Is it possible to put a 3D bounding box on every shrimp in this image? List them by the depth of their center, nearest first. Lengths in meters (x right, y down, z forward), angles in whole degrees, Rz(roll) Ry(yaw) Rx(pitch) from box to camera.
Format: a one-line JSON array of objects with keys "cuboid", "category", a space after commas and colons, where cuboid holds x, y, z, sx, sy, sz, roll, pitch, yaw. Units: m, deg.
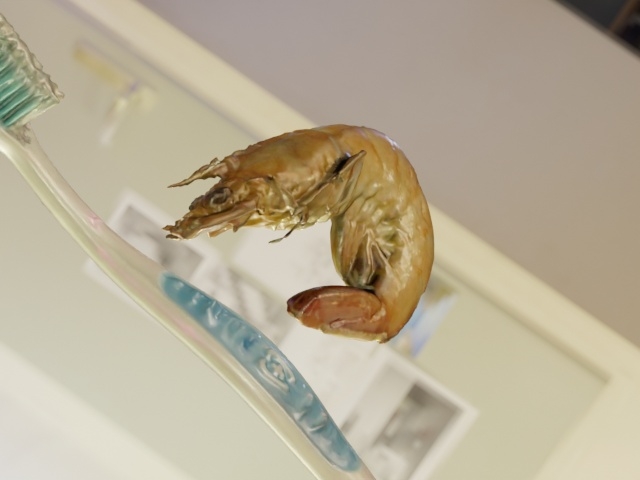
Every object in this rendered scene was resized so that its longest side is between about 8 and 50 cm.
[{"cuboid": [-0.006, 0.002, 0.800, 0.045, 0.095, 0.162, -4, -172, 39], "category": "shrimp"}]

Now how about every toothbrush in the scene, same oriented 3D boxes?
[{"cuboid": [-0.009, 0.028, 0.317, 0.017, 0.162, 0.014, -34, -173, 31], "category": "toothbrush"}]
